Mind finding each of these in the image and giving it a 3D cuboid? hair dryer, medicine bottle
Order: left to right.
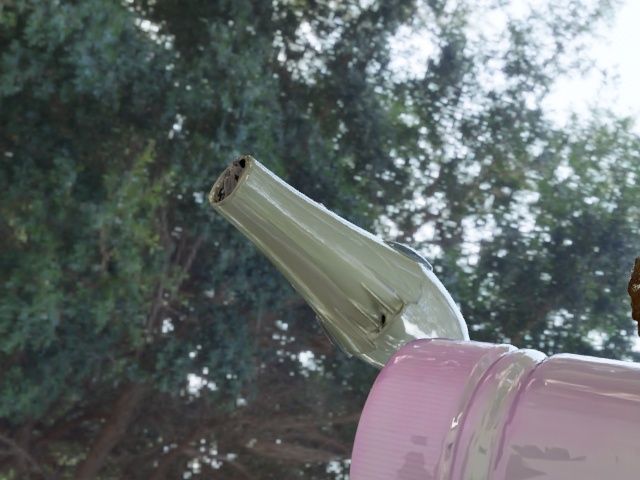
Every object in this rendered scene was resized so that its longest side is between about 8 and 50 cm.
[{"bbox_3d":[-0.010,-0.005,0.922,0.119,0.296,0.298,-47,-132,5],"label":"hair dryer"},{"bbox_3d":[0.202,0.183,0.677,0.316,0.202,0.202,5,-95,34],"label":"medicine bottle"}]

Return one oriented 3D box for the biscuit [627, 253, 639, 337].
[{"bbox_3d":[0.206,0.055,0.367,0.027,0.188,0.188,-50,-151,-19],"label":"biscuit"}]
